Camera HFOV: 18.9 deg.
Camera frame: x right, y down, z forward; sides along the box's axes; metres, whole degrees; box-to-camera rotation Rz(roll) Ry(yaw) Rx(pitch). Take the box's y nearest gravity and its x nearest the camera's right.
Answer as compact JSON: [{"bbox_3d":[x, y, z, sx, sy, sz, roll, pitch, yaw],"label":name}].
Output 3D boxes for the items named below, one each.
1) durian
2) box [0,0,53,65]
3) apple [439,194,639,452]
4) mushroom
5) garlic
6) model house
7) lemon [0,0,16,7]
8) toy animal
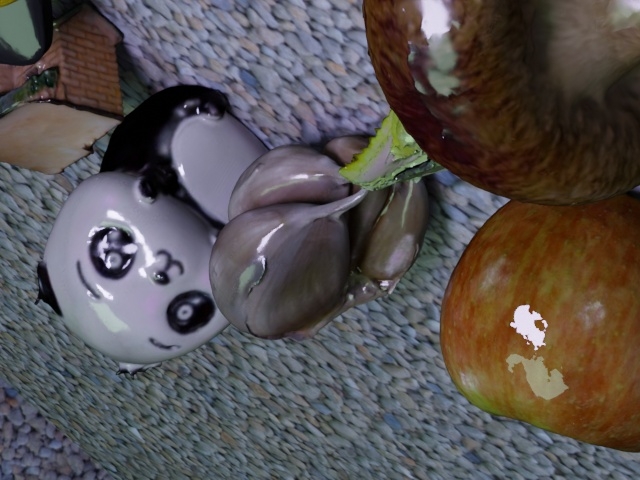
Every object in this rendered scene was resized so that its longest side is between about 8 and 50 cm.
[{"bbox_3d":[0.161,-0.114,1.771,0.158,0.169,0.352,41,154,-14],"label":"durian"},{"bbox_3d":[-0.425,-0.333,2.054,0.290,0.073,0.289,8,121,20],"label":"box"},{"bbox_3d":[0.263,0.074,1.938,0.278,0.250,0.309,15,175,6],"label":"apple"},{"bbox_3d":[0.222,-0.168,1.426,0.356,0.334,0.331,37,150,31],"label":"mushroom"},{"bbox_3d":[0.000,0.000,2.120,0.237,0.210,0.292,1,146,8],"label":"garlic"},{"bbox_3d":[-0.328,-0.195,2.250,0.166,0.172,0.183,15,151,-42],"label":"model house"},{"bbox_3d":[-0.340,-0.357,1.805,0.297,0.297,0.297,28,155,14],"label":"lemon"},{"bbox_3d":[-0.187,-0.001,2.256,0.251,0.310,0.251,28,154,15],"label":"toy animal"}]
